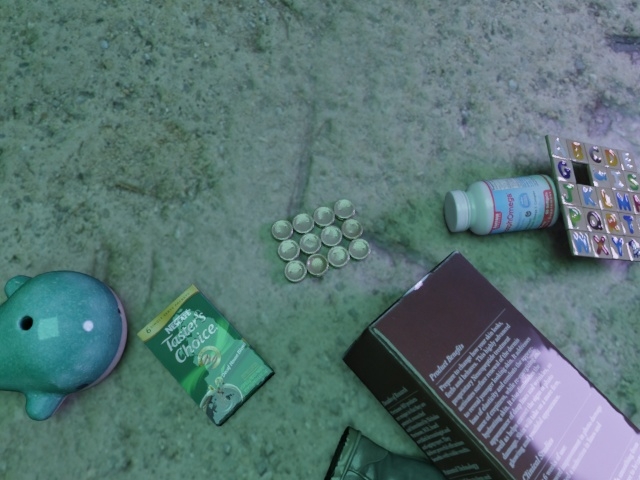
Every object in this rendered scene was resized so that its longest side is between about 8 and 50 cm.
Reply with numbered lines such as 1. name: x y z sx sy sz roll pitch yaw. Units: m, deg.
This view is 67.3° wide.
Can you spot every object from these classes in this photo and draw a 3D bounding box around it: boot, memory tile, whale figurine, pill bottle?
1. boot: 0.100 0.369 0.638 0.208 0.076 0.190 27 75 1
2. memory tile: 0.000 0.000 0.785 0.147 0.012 0.113 -18 72 -7
3. whale figurine: -0.417 0.143 0.667 0.271 0.141 0.216 -19 73 -6
4. pill bottle: 0.285 -0.055 0.766 0.160 0.087 0.087 -7 71 -2

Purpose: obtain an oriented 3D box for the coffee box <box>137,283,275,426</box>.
1. coffee box: -0.170 0.167 0.712 0.113 0.040 0.184 -42 76 -13

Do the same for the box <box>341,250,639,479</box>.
1. box: 0.230 0.222 0.622 0.191 0.143 0.381 -34 75 -30

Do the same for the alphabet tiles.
1. alphabet tiles: 0.466 -0.063 0.764 0.237 0.009 0.198 4 70 -22
